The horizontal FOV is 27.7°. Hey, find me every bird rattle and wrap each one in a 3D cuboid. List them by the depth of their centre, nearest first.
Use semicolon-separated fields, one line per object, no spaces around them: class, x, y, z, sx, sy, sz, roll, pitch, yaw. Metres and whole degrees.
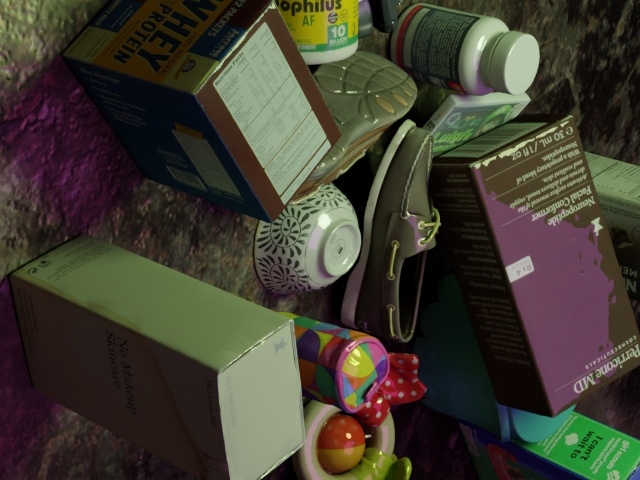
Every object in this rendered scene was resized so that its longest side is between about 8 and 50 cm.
bird rattle;0.056;0.279;1.856;0.207;0.143;0.253;-7;109;-32

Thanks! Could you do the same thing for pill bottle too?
pill bottle;-0.014;-0.318;1.496;0.118;0.118;0.208;-25;125;-43
pill bottle;0.193;-0.250;1.731;0.108;0.180;0.108;-25;124;-43

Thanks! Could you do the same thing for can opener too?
can opener;0.064;-0.344;1.628;0.073;0.059;0.186;-34;131;-37

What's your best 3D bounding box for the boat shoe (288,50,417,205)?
boat shoe;0.008;-0.141;1.626;0.324;0.123;0.116;-37;166;-47

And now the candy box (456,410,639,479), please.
candy box;0.412;0.396;2.185;0.122;0.317;0.268;-49;138;-25

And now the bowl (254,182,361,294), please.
bowl;0.000;0.000;1.689;0.170;0.080;0.170;-26;125;-44

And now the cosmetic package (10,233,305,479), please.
cosmetic package;-0.170;0.121;1.340;0.113;0.309;0.160;-33;129;-39

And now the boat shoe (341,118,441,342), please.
boat shoe;0.111;-0.006;1.755;0.116;0.097;0.324;-37;146;-55

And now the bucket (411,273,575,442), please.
bucket;0.294;0.178;2.050;0.281;0.183;0.281;-23;121;-43

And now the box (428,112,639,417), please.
box;0.299;0.033;1.819;0.191;0.143;0.381;-27;106;-24

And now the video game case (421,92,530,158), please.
video game case;0.191;-0.142;1.837;0.190;0.022;0.173;-9;146;-49

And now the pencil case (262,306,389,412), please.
pencil case;-0.028;0.142;1.601;0.104;0.236;0.104;-12;107;-43

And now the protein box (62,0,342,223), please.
protein box;-0.121;-0.152;1.368;0.136;0.200;0.201;-53;140;-22

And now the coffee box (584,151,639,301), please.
coffee box;0.405;-0.036;1.996;0.119;0.297;0.168;-29;128;-41
